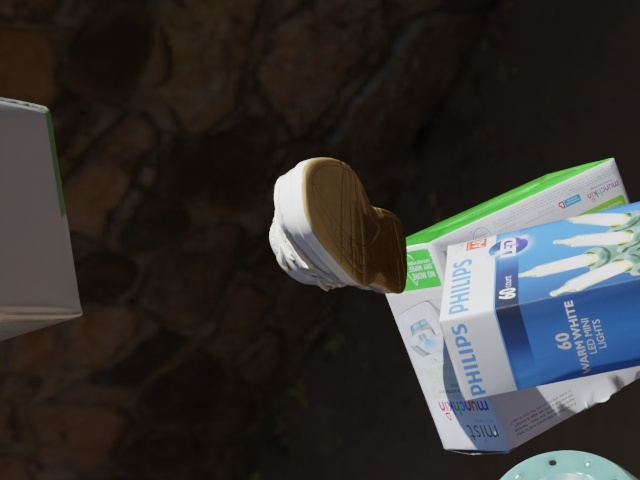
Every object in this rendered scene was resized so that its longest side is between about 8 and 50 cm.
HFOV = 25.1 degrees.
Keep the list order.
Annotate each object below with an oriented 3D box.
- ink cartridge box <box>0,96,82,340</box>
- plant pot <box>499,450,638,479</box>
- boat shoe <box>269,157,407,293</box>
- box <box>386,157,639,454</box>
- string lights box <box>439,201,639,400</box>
[{"bbox_3d":[-0.282,0.003,1.010,0.212,0.093,0.154,-18,77,31],"label":"ink cartridge box"},{"bbox_3d":[0.318,0.408,1.811,0.293,0.293,0.235,-124,14,-49],"label":"plant pot"},{"bbox_3d":[0.000,0.000,1.259,0.277,0.096,0.098,40,-131,-67],"label":"boat shoe"},{"bbox_3d":[0.224,0.068,1.521,0.127,0.262,0.231,-12,101,60],"label":"box"},{"bbox_3d":[0.228,0.035,1.094,0.133,0.260,0.076,-74,-31,-63],"label":"string lights box"}]
